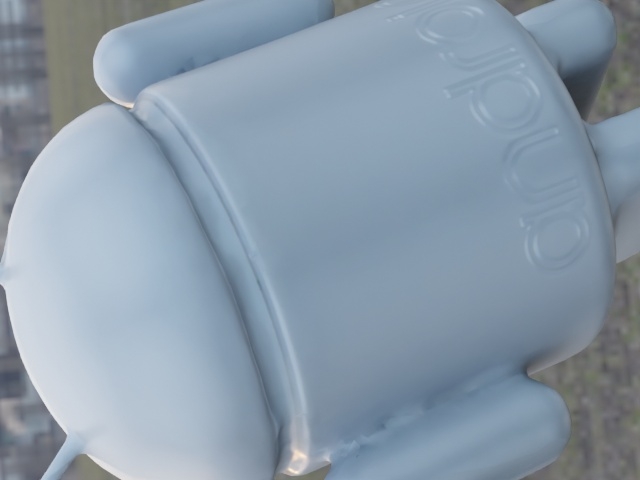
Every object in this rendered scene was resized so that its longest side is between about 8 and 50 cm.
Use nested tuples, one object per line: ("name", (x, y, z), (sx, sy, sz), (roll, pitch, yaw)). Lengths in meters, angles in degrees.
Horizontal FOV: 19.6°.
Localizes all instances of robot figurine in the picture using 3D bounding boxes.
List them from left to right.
("robot figurine", (0.000, 0.000, 0.896), (0.300, 0.353, 0.200), (59, 163, 26))
